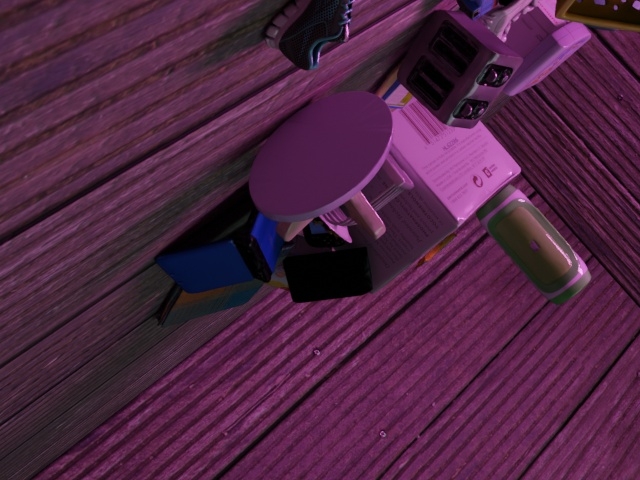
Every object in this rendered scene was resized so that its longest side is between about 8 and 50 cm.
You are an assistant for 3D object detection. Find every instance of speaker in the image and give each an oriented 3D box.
[{"bbox_3d":[0.513,0.009,1.826,0.131,0.296,0.131,-40,175,-4],"label":"speaker"}]

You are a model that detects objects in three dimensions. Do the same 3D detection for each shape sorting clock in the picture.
[{"bbox_3d":[0.178,-0.335,1.566,0.206,0.040,0.206,-38,168,-9],"label":"shape sorting clock"}]

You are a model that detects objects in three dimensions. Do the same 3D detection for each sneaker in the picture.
[{"bbox_3d":[0.344,-0.449,1.540,0.118,0.110,0.292,-20,152,-54],"label":"sneaker"},{"bbox_3d":[0.014,-0.260,0.852,0.166,0.076,0.065,-44,175,30],"label":"sneaker"}]

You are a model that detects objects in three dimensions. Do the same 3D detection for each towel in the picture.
[{"bbox_3d":[-0.241,0.104,1.857,0.271,0.040,0.370,-14,161,-30],"label":"towel"}]

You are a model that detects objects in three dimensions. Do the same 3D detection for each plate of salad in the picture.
[{"bbox_3d":[-0.006,-0.063,1.647,0.048,0.200,0.200,-42,174,8],"label":"plate of salad"}]

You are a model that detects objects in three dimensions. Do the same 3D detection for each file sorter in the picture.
[{"bbox_3d":[0.063,-0.142,1.573,0.173,0.193,0.277,-38,175,10],"label":"file sorter"}]

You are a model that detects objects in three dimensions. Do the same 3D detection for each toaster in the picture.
[{"bbox_3d":[0.252,-0.326,1.407,0.110,0.186,0.168,-10,143,-49],"label":"toaster"}]

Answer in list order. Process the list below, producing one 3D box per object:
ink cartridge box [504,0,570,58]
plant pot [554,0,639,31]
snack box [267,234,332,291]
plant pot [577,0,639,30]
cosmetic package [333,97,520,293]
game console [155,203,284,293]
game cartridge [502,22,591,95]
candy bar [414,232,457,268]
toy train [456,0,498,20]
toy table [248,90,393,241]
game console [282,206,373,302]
[{"bbox_3d":[0.532,-0.542,1.873,0.176,0.128,0.127,-33,171,-47],"label":"ink cartridge box"},{"bbox_3d":[0.629,-0.582,1.548,0.228,0.227,0.207,116,-20,-75],"label":"plant pot"},{"bbox_3d":[-0.099,0.051,1.975,0.174,0.207,0.070,-45,-145,45],"label":"snack box"},{"bbox_3d":[0.853,-0.731,2.214,0.290,0.195,0.290,-40,175,-4],"label":"plant pot"},{"bbox_3d":[0.218,-0.138,1.934,0.329,0.327,0.394,-36,174,-40],"label":"cosmetic package"},{"bbox_3d":[-0.184,-0.013,1.548,0.293,0.173,0.250,81,27,-73],"label":"game console"},{"bbox_3d":[0.560,-0.451,1.849,0.198,0.062,0.297,-37,177,36],"label":"game cartridge"},{"bbox_3d":[0.284,0.023,1.854,0.161,0.018,0.040,-34,173,-41],"label":"candy bar"},{"bbox_3d":[0.278,-0.437,1.257,0.105,0.080,0.184,-35,176,7],"label":"toy train"},{"bbox_3d":[0.009,-0.116,1.294,0.274,0.252,0.161,-31,157,-6],"label":"toy table"},{"bbox_3d":[0.000,0.000,1.838,0.213,0.361,0.044,-8,-145,7],"label":"game console"}]
